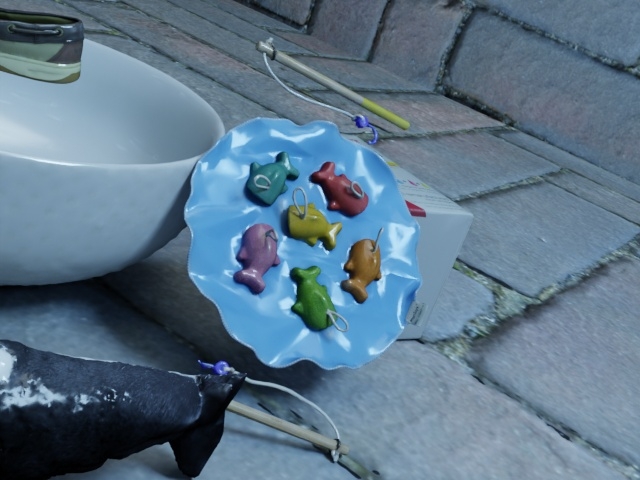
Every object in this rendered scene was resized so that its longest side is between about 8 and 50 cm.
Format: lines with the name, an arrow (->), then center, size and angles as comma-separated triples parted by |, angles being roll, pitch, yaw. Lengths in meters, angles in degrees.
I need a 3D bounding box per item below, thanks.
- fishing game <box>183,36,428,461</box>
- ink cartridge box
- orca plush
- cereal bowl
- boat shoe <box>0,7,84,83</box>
fishing game -> 0.000, 0.000, 0.551 | 0.189, 0.264, 0.041 | 28, -28, -22
ink cartridge box -> 0.015, -0.010, 0.727 | 0.128, 0.127, 0.176 | 2, 26, -39
orca plush -> -0.179, 0.102, 0.373 | 0.287, 0.102, 0.151 | 18, -27, -37
cereal bowl -> -0.248, -0.065, 0.599 | 0.339, 0.141, 0.339 | 18, 20, -7
boat shoe -> -0.234, -0.147, 0.549 | 0.152, 0.049, 0.056 | 11, 23, -23
